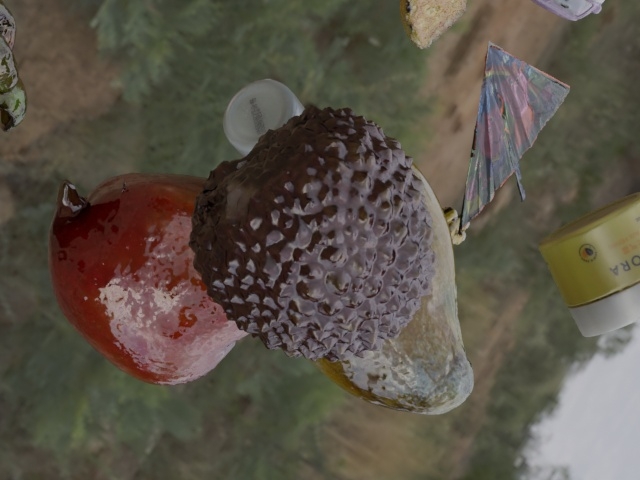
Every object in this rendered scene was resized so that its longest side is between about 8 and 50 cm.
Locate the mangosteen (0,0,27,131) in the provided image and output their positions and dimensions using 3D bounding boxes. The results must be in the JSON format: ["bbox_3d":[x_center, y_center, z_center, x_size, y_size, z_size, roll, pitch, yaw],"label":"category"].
[{"bbox_3d":[-0.521,-0.228,1.745,0.288,0.288,0.288,-54,169,-15],"label":"mangosteen"}]

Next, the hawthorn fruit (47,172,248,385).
[{"bbox_3d":[-0.211,0.050,1.829,0.295,0.311,0.295,-178,-90,-66],"label":"hawthorn fruit"}]

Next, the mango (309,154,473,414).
[{"bbox_3d":[0.043,0.030,1.349,0.192,0.316,0.146,-27,173,8],"label":"mango"}]

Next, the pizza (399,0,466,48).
[{"bbox_3d":[0.157,-0.338,1.935,0.099,0.036,0.160,-24,149,-9],"label":"pizza"}]

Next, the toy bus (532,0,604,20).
[{"bbox_3d":[0.346,-0.403,1.930,0.142,0.142,0.202,-56,-171,24],"label":"toy bus"}]

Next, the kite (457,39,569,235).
[{"bbox_3d":[0.232,-0.152,1.705,0.321,0.016,0.234,-50,134,-37],"label":"kite"}]

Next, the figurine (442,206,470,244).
[{"bbox_3d":[0.141,-0.009,1.839,0.143,0.068,0.101,30,93,-49],"label":"figurine"}]

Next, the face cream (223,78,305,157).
[{"bbox_3d":[-0.037,-0.112,1.798,0.101,0.101,0.252,-56,152,-8],"label":"face cream"}]

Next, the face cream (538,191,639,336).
[{"bbox_3d":[0.512,0.039,2.385,0.218,0.179,0.218,-27,-179,1],"label":"face cream"}]

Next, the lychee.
[{"bbox_3d":[0.000,0.000,0.983,0.188,0.188,0.188,-54,169,-15],"label":"lychee"}]
